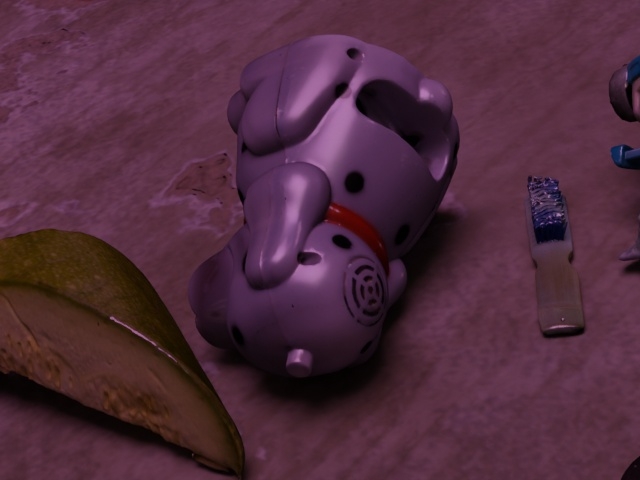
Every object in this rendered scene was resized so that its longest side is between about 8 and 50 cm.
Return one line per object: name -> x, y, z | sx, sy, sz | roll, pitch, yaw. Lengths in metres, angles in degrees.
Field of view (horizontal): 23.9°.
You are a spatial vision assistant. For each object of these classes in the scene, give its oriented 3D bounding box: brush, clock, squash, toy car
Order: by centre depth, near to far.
squash -> -0.165, 0.081, 1.069 | 0.169, 0.093, 0.252 | -8, 29, -21
clock -> -0.001, -0.001, 1.118 | 0.189, 0.189, 0.254 | 0, 51, 22
brush -> 0.175, 0.007, 1.135 | 0.033, 0.030, 0.178 | -1, 34, 4
toy car -> 0.306, -0.088, 1.154 | 0.126, 0.161, 0.098 | -11, 64, 53

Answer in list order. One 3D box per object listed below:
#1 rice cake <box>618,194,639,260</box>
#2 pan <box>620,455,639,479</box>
rice cake -> 0.320, -0.023, 1.084 | 0.206, 0.063, 0.069 | -1, 18, 25
pan -> 0.185, 0.170, 0.881 | 0.212, 0.040, 0.115 | -21, 28, -9
